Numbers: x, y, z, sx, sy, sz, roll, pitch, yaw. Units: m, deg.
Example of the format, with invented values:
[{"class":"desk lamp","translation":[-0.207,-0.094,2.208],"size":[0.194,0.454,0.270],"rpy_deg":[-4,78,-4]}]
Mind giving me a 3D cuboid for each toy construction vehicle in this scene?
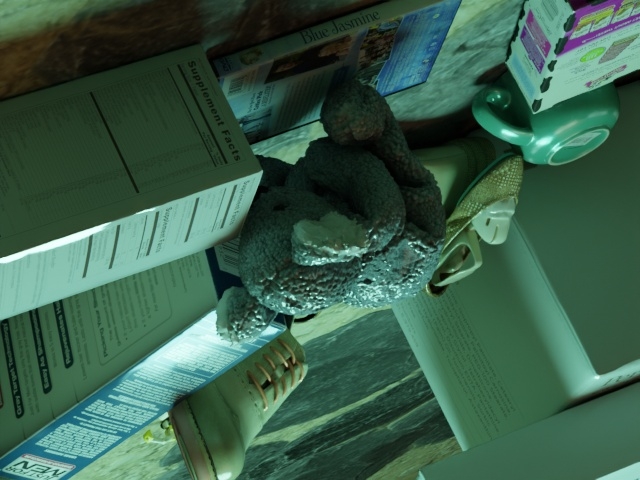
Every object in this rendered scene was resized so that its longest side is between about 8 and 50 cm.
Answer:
[{"class":"toy construction vehicle","translation":[-0.197,0.259,2.582],"size":[0.098,0.035,0.086],"rpy_deg":[-6,154,-48]}]

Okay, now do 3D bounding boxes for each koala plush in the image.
[{"class":"koala plush","translation":[0.000,0.000,1.644],"size":[0.196,0.203,0.221],"rpy_deg":[-38,-177,31]}]

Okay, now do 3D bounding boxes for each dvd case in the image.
[{"class":"dvd case","translation":[0.002,-0.155,1.677],"size":[0.253,0.022,0.180],"rpy_deg":[-21,163,-16]}]

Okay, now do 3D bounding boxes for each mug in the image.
[{"class":"mug","translation":[0.246,-0.135,1.949],"size":[0.158,0.097,0.129],"rpy_deg":[-25,163,-3]}]

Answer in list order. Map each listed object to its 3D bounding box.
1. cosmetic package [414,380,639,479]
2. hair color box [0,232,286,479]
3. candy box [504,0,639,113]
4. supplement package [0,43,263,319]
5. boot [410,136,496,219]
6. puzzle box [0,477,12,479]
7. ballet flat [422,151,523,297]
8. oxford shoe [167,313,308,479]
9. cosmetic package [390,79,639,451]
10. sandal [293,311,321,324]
[{"class":"cosmetic package","translation":[0.281,0.277,2.121],"size":[0.377,0.097,0.284],"rpy_deg":[-20,159,-13]},{"class":"hair color box","translation":[-0.206,0.091,1.812],"size":[0.347,0.174,0.105],"rpy_deg":[-34,144,27]},{"class":"candy box","translation":[0.280,-0.227,1.776],"size":[0.159,0.071,0.233],"rpy_deg":[-23,162,-11]},{"class":"supplement package","translation":[-0.192,-0.047,1.518],"size":[0.244,0.139,0.134],"rpy_deg":[-19,160,-21]},{"class":"boot","translation":[0.064,-0.027,2.029],"size":[0.203,0.095,0.262],"rpy_deg":[-14,156,-38]},{"class":"puzzle box","translation":[-0.356,0.263,1.908],"size":[0.052,0.272,0.409],"rpy_deg":[-40,156,-2]},{"class":"ballet flat","translation":[0.168,-0.010,1.974],"size":[0.073,0.067,0.206],"rpy_deg":[-7,147,-42]},{"class":"oxford shoe","translation":[-0.091,0.140,1.955],"size":[0.146,0.140,0.397],"rpy_deg":[-13,-156,4]},{"class":"cosmetic package","translation":[0.320,0.050,2.211],"size":[0.329,0.327,0.393],"rpy_deg":[-18,160,-23]},{"class":"sandal","translation":[-0.027,0.069,2.226],"size":[0.090,0.060,0.219],"rpy_deg":[-29,163,11]}]
